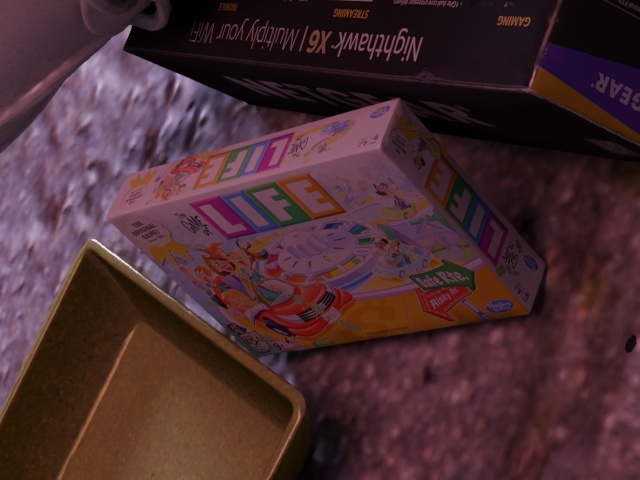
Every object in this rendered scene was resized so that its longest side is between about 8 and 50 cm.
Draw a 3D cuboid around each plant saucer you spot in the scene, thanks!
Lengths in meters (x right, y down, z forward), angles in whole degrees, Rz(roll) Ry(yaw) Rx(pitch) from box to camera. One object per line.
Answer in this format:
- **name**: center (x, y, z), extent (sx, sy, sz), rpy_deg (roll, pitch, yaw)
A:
- **plant saucer**: center (-0.086, 0.120, 0.789), extent (0.188, 0.045, 0.188), rpy_deg (32, 97, 47)

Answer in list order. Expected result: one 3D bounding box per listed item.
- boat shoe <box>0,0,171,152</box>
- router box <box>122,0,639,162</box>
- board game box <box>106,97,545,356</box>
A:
- **boat shoe**: center (-0.092, -0.149, 0.729), extent (0.367, 0.136, 0.156), rpy_deg (-52, 38, 9)
- **router box**: center (0.056, -0.169, 0.706), extent (0.309, 0.081, 0.243), rpy_deg (16, 85, 57)
- **board game box**: center (0.000, 0.000, 0.709), extent (0.154, 0.103, 0.026), rpy_deg (-13, 43, 42)
